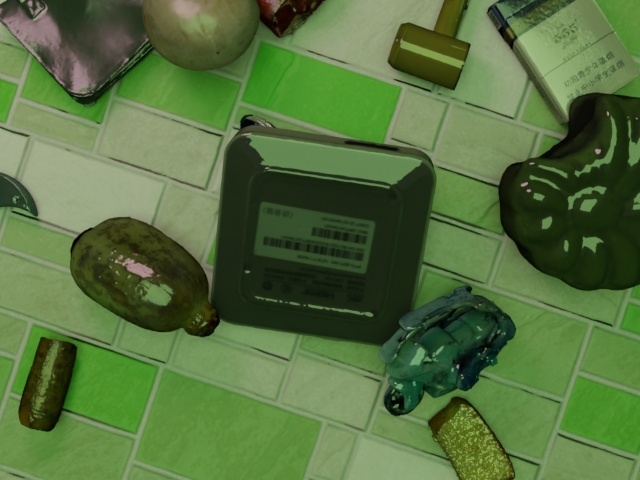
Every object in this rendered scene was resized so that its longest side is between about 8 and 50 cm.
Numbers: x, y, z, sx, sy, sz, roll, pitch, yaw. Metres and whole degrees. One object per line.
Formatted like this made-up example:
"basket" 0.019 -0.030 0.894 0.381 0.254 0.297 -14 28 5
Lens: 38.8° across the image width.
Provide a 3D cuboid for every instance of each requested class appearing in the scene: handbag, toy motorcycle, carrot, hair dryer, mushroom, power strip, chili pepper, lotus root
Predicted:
"handbag" -0.438 -0.416 1.681 0.247 0.079 0.260 -43 89 1
"toy motorcycle" 0.215 0.190 1.608 0.260 0.154 0.206 -26 129 -19
"carrot" -0.507 0.266 1.690 0.082 0.082 0.173 17 84 2
"hair dryer" 0.229 -0.426 1.665 0.135 0.090 0.278 20 85 4
"mushroom" -0.216 -0.396 1.598 0.206 0.209 0.206 -1 92 -24
"power strip" -0.650 -0.053 1.706 0.216 0.044 0.137 -28 89 1
"chili pepper" -0.112 -0.499 1.666 0.253 0.136 0.144 43 136 11
"lotus root" -0.311 0.068 1.631 0.309 0.173 0.173 28 91 14

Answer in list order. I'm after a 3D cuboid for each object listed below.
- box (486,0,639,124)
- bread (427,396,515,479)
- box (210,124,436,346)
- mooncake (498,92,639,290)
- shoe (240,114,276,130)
"box" 0.442 -0.362 1.657 0.168 0.071 0.259 -32 89 2
"bread" 0.279 0.384 1.676 0.103 0.065 0.187 -30 91 -4
"box" 0.000 0.000 1.610 0.367 0.090 0.372 8 111 3
"mooncake" 0.493 -0.074 1.573 0.352 0.187 0.351 -1 103 -6
"shoe" -0.091 -0.137 1.664 0.106 0.091 0.207 -31 93 -4
